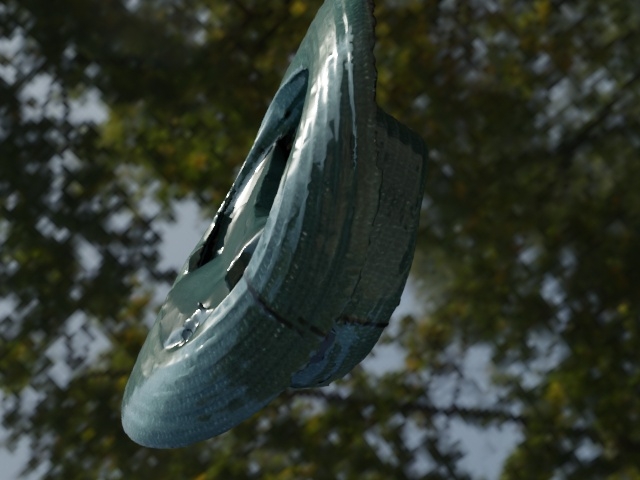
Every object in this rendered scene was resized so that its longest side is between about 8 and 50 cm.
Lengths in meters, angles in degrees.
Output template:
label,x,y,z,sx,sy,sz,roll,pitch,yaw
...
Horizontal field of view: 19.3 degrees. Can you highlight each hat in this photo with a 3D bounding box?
label,x,y,z,sx,sy,sz,roll,pitch,yaw
hat,0.000,0.000,0.690,0.078,0.191,0.138,25,-161,-14
